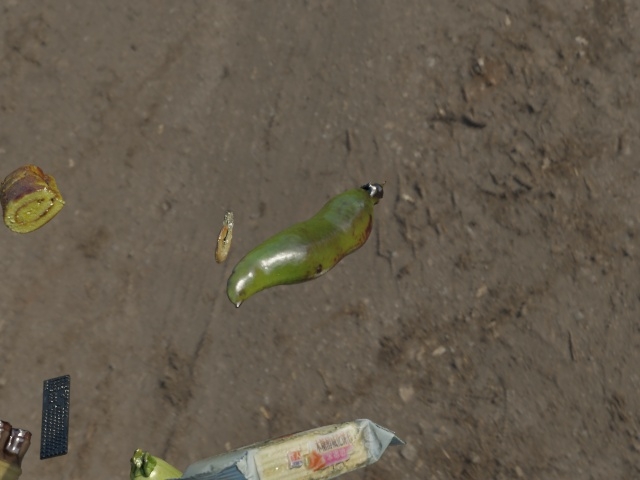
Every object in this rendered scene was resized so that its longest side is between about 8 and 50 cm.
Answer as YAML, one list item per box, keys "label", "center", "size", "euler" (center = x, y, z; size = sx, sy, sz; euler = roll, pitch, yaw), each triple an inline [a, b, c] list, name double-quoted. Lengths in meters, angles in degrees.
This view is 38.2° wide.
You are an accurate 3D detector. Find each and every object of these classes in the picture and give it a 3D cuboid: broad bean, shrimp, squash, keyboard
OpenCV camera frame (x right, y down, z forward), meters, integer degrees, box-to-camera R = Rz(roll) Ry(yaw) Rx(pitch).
- label: "broad bean"
  center: [0.000, 0.000, 1.173]
  size: [0.077, 0.339, 0.061]
  euler: [49, 130, 5]
- label: "shrimp"
  center: [-0.195, -0.006, 1.860]
  size: [0.023, 0.059, 0.108]
  euler: [10, 92, 14]
- label: "squash"
  center: [-0.244, 0.392, 1.469]
  size: [0.094, 0.224, 0.094]
  euler: [-15, 44, 15]
- label: "keyboard"
  center: [-0.570, 0.377, 1.988]
  size: [0.061, 0.013, 0.204]
  euler: [-14, 46, 1]

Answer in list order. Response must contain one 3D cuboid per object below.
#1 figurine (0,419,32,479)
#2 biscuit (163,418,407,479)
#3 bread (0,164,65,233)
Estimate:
- label: "figurine"
  center: [-0.660, 0.520, 1.708]
  size: [0.206, 0.218, 0.364]
  euler: [-10, 57, 10]
- label: "biscuit"
  center: [-0.047, 0.313, 1.302]
  size: [0.186, 0.309, 0.079]
  euler: [-20, 80, 43]
- label: "bread"
  center: [-0.661, -0.097, 2.091]
  size: [0.132, 0.103, 0.172]
  euler: [-38, 34, -3]
